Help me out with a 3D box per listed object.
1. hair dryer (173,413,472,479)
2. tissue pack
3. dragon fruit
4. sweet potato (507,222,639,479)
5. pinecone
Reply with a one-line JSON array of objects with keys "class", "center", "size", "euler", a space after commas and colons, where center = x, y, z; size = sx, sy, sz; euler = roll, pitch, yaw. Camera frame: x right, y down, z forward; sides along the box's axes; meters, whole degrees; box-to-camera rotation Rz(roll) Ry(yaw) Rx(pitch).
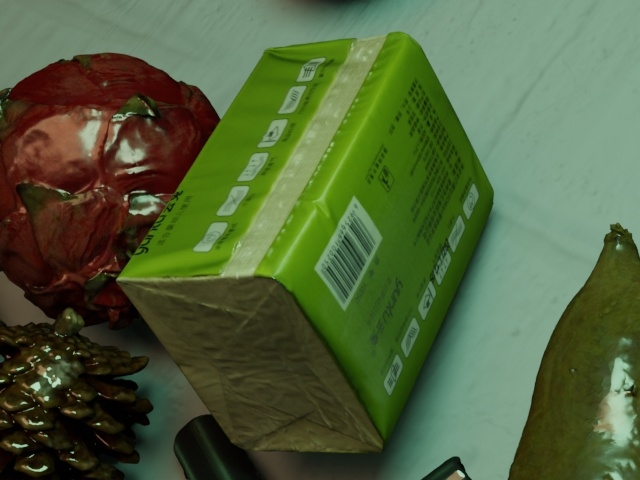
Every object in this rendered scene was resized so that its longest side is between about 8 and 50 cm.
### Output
[{"class": "hair dryer", "center": [-0.012, 0.207, 1.222], "size": [0.244, 0.116, 0.302], "euler": [-38, 43, -1]}, {"class": "tissue pack", "center": [0.000, 0.000, 1.221], "size": [0.167, 0.200, 0.274], "euler": [-4, 42, 33]}, {"class": "dragon fruit", "center": [-0.205, -0.050, 1.387], "size": [0.299, 0.244, 0.244], "euler": [23, 73, 18]}, {"class": "sweet potato", "center": [0.215, 0.159, 1.100], "size": [0.158, 0.158, 0.369], "euler": [0, 54, 28]}, {"class": "pinecone", "center": [-0.245, 0.166, 1.317], "size": [0.186, 0.168, 0.212], "euler": [14, 70, 16]}]
